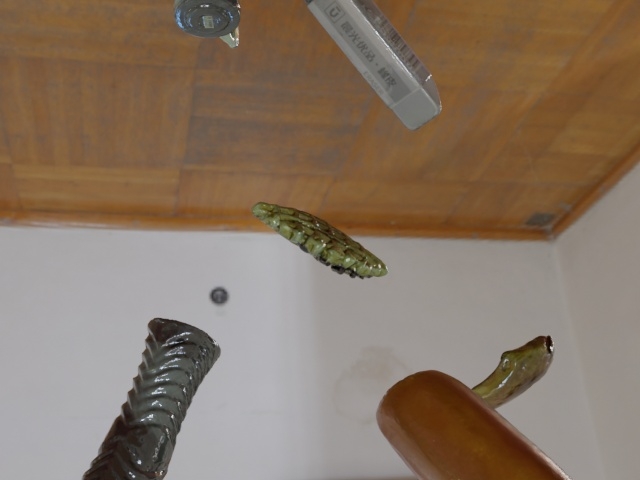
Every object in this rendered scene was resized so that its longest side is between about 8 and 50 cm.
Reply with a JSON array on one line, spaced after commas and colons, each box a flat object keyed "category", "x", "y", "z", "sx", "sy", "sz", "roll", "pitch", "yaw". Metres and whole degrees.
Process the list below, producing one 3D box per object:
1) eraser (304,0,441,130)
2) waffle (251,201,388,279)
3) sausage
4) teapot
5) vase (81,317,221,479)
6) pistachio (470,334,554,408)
[{"category": "eraser", "x": 0.087, "y": -0.352, "z": 1.417, "sx": 0.352, "sy": 0.061, "sz": 0.089, "roll": 48, "pitch": 137, "yaw": -11}, {"category": "waffle", "x": 0.000, "y": 0.000, "z": 1.358, "sx": 0.054, "sy": 0.208, "sz": 0.214, "roll": -58, "pitch": 150, "yaw": 10}, {"category": "sausage", "x": 0.164, "y": 0.226, "z": 0.761, "sx": 0.105, "sy": 0.274, "sz": 0.105, "roll": -25, "pitch": 136, "yaw": -27}, {"category": "teapot", "x": -0.177, "y": -0.408, "z": 1.367, "sx": 0.149, "sy": 0.108, "sz": 0.111, "roll": 15, "pitch": 152, "yaw": -39}, {"category": "vase", "x": -0.166, "y": 0.192, "z": 0.732, "sx": 0.116, "sy": 0.237, "sz": 0.115, "roll": 15, "pitch": 151, "yaw": 9}, {"category": "pistachio", "x": 0.273, "y": 0.194, "z": 1.137, "sx": 0.173, "sy": 0.049, "sz": 0.089, "roll": -35, "pitch": 139, "yaw": -15}]
